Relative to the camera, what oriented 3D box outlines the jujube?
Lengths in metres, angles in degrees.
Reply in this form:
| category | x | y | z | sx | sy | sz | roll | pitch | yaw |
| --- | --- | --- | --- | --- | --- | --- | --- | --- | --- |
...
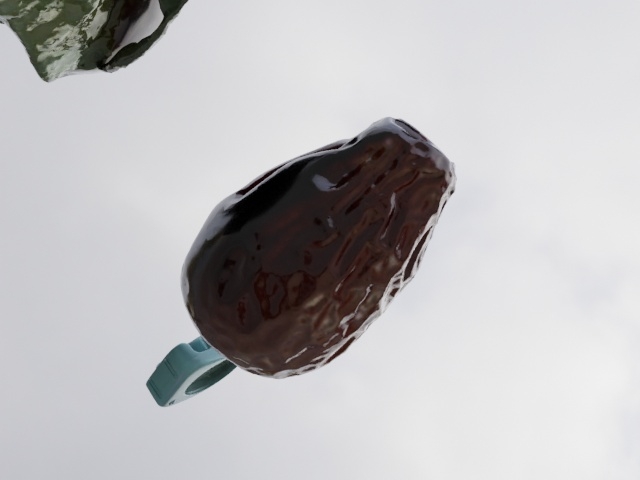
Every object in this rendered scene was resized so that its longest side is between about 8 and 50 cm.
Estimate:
| category | x | y | z | sx | sy | sz | roll | pitch | yaw |
| --- | --- | --- | --- | --- | --- | --- | --- | --- | --- |
| jujube | 0.000 | 0.000 | 0.750 | 0.168 | 0.168 | 0.236 | 45 | -73 | -4 |

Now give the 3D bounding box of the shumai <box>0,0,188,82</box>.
| category | x | y | z | sx | sy | sz | roll | pitch | yaw |
| --- | --- | --- | --- | --- | --- | --- | --- | --- | --- |
| shumai | -0.247 | -0.276 | 0.782 | 0.395 | 0.395 | 0.348 | -16 | -44 | 33 |

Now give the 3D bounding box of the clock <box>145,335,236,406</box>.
| category | x | y | z | sx | sy | sz | roll | pitch | yaw |
| --- | --- | --- | --- | --- | --- | --- | --- | --- | --- |
| clock | -0.139 | 0.150 | 1.205 | 0.045 | 0.147 | 0.108 | 54 | -48 | 15 |
